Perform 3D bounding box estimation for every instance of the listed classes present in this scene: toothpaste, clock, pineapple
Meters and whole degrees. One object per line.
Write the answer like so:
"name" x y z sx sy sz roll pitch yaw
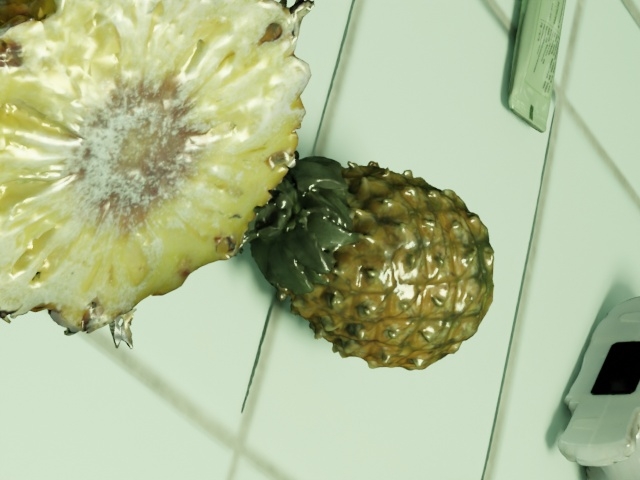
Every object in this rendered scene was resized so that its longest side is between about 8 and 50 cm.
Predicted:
"toothpaste" 0.150 -0.170 1.218 0.048 0.029 0.197 29 66 -49
"clock" 0.231 0.123 1.261 0.117 0.080 0.176 62 41 -31
"pineapple" -0.107 -0.064 0.729 0.161 0.137 0.176 5 117 -40
"pineapple" 0.000 0.000 0.918 0.198 0.108 0.108 23 67 -41
